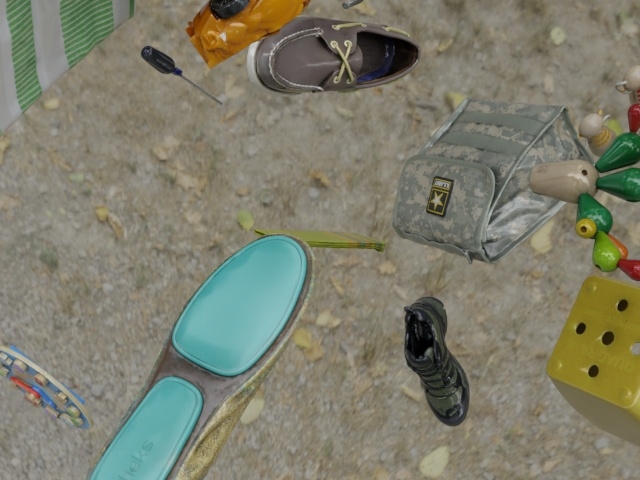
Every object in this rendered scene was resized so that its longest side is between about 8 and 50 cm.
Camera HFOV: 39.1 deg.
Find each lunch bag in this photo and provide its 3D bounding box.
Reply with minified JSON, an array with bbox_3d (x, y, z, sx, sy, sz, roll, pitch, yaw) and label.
[{"bbox_3d":[0.273,-0.096,1.536,0.287,0.169,0.235,-48,33,-16],"label":"lunch bag"}]

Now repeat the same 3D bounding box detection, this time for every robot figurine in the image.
[{"bbox_3d":[-0.036,-0.315,0.909,0.291,0.211,0.085,-33,40,5],"label":"robot figurine"}]

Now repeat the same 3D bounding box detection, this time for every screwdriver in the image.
[{"bbox_3d":[-0.178,-0.218,1.199,0.024,0.170,0.025,8,83,32],"label":"screwdriver"}]

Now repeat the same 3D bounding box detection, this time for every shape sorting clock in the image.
[{"bbox_3d":[-0.446,0.236,1.429,0.206,0.206,0.040,32,65,9],"label":"shape sorting clock"}]

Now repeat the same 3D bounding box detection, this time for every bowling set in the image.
[{"bbox_3d":[0.627,-0.236,1.619,0.200,0.154,0.287,40,99,31],"label":"bowling set"}]

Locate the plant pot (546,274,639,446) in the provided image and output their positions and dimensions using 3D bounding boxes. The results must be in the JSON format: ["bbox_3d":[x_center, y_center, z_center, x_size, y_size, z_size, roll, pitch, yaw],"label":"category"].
[{"bbox_3d":[0.421,0.153,1.155,0.187,0.212,0.212,28,86,-33],"label":"plant pot"}]

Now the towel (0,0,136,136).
[{"bbox_3d":[-0.284,-0.231,0.912,0.038,0.248,0.325,28,55,6],"label":"towel"}]

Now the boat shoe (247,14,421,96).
[{"bbox_3d":[0.027,-0.273,1.341,0.097,0.116,0.324,14,20,37],"label":"boat shoe"}]

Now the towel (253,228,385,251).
[{"bbox_3d":[0.000,0.000,1.682,0.237,0.102,0.021,2,100,-36],"label":"towel"}]

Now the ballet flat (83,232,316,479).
[{"bbox_3d":[-0.117,0.149,0.939,0.123,0.123,0.348,30,74,9],"label":"ballet flat"}]

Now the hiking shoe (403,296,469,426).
[{"bbox_3d":[0.183,0.213,1.532,0.114,0.086,0.226,-12,84,-58],"label":"hiking shoe"}]

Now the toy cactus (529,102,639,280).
[{"bbox_3d":[0.307,-0.062,0.965,0.181,0.112,0.219,8,69,41],"label":"toy cactus"}]
